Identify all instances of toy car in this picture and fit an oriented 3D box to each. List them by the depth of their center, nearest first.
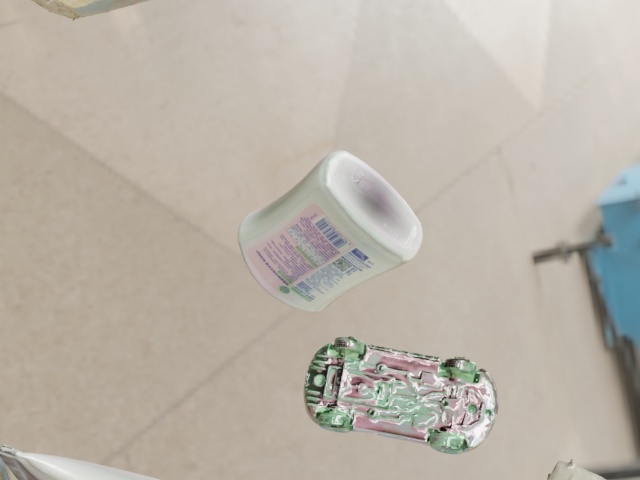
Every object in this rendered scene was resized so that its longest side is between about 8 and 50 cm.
[{"bbox_3d":[0.058,0.115,1.186,0.055,0.142,0.069,91,10,-75],"label":"toy car"}]

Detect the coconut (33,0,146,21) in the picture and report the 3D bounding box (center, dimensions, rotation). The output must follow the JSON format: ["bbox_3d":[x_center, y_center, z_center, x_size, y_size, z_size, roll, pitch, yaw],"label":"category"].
[{"bbox_3d":[-0.156,-0.228,1.106,0.162,0.161,0.161,47,31,-7],"label":"coconut"}]

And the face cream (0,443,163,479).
[{"bbox_3d":[-0.089,0.185,1.050,0.092,0.243,0.058,94,15,-65],"label":"face cream"}]

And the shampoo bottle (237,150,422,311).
[{"bbox_3d":[0.000,0.000,0.892,0.072,0.099,0.043,43,46,-13],"label":"shampoo bottle"}]

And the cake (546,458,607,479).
[{"bbox_3d":[0.178,0.225,1.028,0.134,0.135,0.147,-57,161,-25],"label":"cake"}]

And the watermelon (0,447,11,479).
[{"bbox_3d":[-0.343,0.203,1.235,0.212,0.212,0.212,37,48,-56],"label":"watermelon"}]
